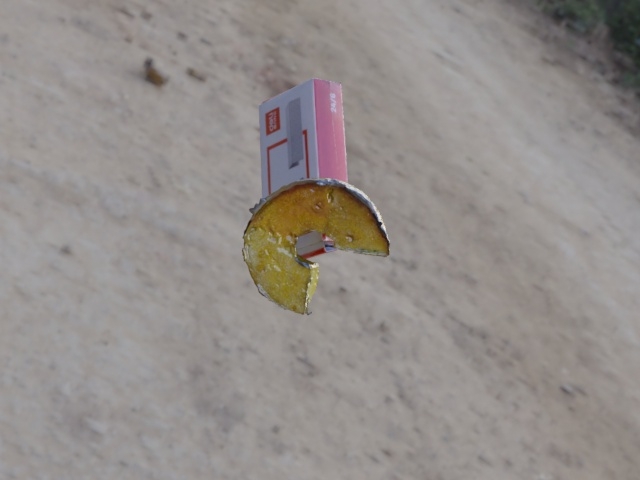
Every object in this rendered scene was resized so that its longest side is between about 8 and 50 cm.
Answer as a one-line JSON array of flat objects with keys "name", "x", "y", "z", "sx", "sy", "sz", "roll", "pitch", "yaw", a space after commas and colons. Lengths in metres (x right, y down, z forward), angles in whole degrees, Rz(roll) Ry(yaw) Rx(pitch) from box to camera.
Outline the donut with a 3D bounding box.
[{"name": "donut", "x": -0.009, "y": -0.008, "z": 1.509, "sx": 0.146, "sy": 0.181, "sz": 0.078, "roll": 51, "pitch": 23, "yaw": -4}]

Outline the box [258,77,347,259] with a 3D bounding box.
[{"name": "box", "x": -0.022, "y": -0.082, "z": 1.618, "sx": 0.050, "sy": 0.123, "sz": 0.229, "roll": 9, "pitch": 72, "yaw": -38}]
